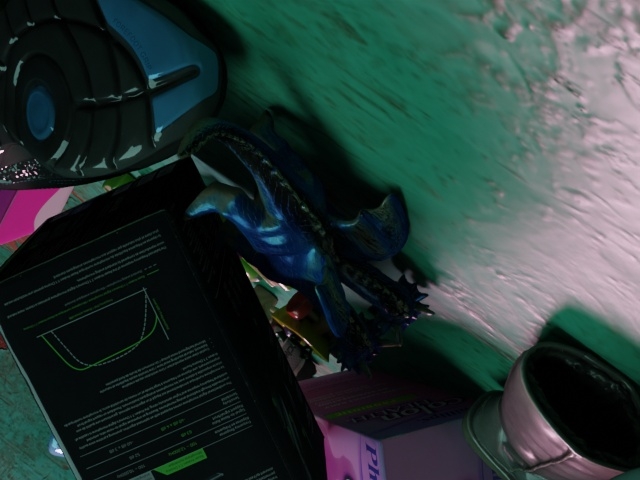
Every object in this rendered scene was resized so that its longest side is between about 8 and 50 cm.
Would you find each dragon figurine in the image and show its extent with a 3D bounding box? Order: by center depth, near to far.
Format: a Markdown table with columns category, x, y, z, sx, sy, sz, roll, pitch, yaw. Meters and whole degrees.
| category | x | y | z | sx | sy | sz | roll | pitch | yaw |
| --- | --- | --- | --- | --- | --- | --- | --- | --- | --- |
| dragon figurine | 0.000 | 0.000 | 0.786 | 0.144 | 0.085 | 0.289 | 34 | 166 | 15 |

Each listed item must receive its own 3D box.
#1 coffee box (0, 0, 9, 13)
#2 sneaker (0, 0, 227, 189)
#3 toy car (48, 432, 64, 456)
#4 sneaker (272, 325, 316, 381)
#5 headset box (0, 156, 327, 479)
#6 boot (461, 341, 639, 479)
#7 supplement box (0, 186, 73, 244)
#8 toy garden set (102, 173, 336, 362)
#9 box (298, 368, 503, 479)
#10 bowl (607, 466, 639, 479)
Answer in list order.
| category | x | y | z | sx | sy | sz | roll | pitch | yaw |
| --- | --- | --- | --- | --- | --- | --- | --- | --- | --- |
| coffee box | -0.266 | -0.216 | 0.861 | 0.113 | 0.040 | 0.184 | 39 | 165 | 5 |
| sneaker | -0.154 | -0.099 | 0.851 | 0.139 | 0.125 | 0.341 | -2 | -179 | -40 |
| toy car | -0.196 | 0.158 | 1.534 | 0.219 | 0.210 | 0.238 | 12 | 143 | -8 |
| sneaker | -0.046 | 0.145 | 1.375 | 0.075 | 0.063 | 0.170 | 44 | 161 | 4 |
| headset box | -0.097 | 0.106 | 0.910 | 0.246 | 0.131 | 0.283 | -100 | -14 | -77 |
| boot | 0.185 | 0.149 | 0.853 | 0.189 | 0.076 | 0.208 | 36 | 159 | 2 |
| supplement box | -0.320 | -0.105 | 1.109 | 0.220 | 0.114 | 0.111 | 37 | -159 | 8 |
| toy garden set | -0.091 | 0.029 | 1.162 | 0.204 | 0.049 | 0.244 | 46 | 164 | -26 |
| box | 0.056 | 0.239 | 1.103 | 0.243 | 0.117 | 0.214 | 7 | 105 | 63 |
| bowl | 0.258 | 0.208 | 0.696 | 0.298 | 0.134 | 0.298 | 34 | 164 | 11 |
